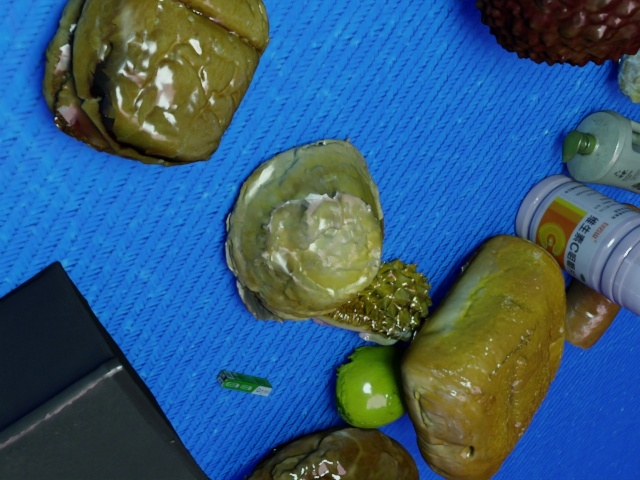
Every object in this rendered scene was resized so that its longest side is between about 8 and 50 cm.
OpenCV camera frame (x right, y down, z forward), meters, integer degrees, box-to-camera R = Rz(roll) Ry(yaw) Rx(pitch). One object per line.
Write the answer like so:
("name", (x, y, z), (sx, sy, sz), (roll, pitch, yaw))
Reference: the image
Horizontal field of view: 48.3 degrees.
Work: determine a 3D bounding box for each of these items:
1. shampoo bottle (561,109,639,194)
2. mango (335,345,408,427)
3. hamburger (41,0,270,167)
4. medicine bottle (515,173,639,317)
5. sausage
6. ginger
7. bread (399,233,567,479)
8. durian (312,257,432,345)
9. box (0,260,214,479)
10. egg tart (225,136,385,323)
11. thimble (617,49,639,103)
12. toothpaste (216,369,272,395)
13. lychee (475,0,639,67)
("shampoo bottle", (0.457, -0.137, 1.104), (0.234, 0.087, 0.118), (4, 115, -36))
("mango", (0.097, 0.216, 1.073), (0.178, 0.100, 0.119), (-14, 122, -40))
("hamburger", (-0.140, -0.160, 0.650), (0.183, 0.130, 0.206), (22, 101, -44))
("medicine bottle", (0.422, 0.007, 1.060), (0.133, 0.250, 0.133), (-18, 128, -25))
("sausage", (0.498, 0.063, 1.252), (0.109, 0.109, 0.270), (1, 118, -35))
("ginger", (0.008, 0.354, 1.057), (0.321, 0.165, 0.172), (-2, 111, -28))
("bread", (0.270, 0.196, 1.086), (0.337, 0.148, 0.328), (-45, 137, -31))
("durian", (0.081, 0.100, 0.999), (0.224, 0.078, 0.140), (-3, 119, -34))
("box", (-0.323, 0.236, 0.721), (0.345, 0.204, 0.251), (-33, 131, -13))
("egg tart", (0.000, 0.000, 0.867), (0.232, 0.098, 0.252), (8, 108, -34))
("thimble", (0.510, -0.281, 1.017), (0.191, 0.137, 0.143), (-15, 126, -13))
("toothpaste", (-0.103, 0.195, 0.972), (0.083, 0.020, 0.017), (23, 106, -42))
("lychee", (0.297, -0.321, 0.753), (0.264, 0.264, 0.300), (15, 128, -40))
